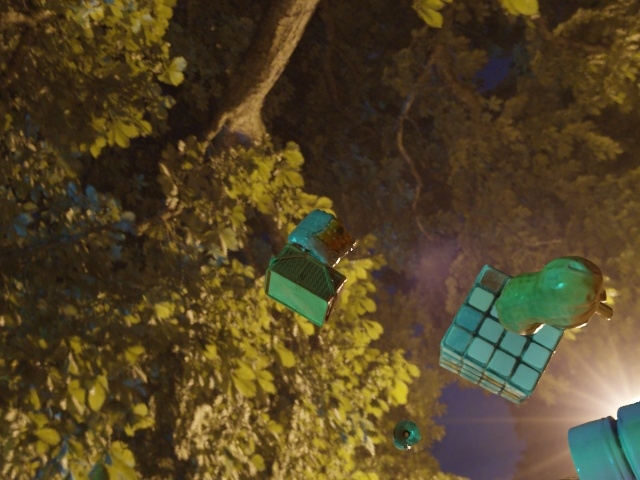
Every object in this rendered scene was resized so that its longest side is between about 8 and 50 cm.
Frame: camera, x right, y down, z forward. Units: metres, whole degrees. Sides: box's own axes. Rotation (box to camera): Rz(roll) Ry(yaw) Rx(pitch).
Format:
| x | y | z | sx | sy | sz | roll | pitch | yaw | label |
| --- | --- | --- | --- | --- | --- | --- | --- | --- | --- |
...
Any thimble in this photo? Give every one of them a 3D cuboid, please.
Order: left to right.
| x | y | z | sx | sy | sz | roll | pitch | yaw | label |
| --- | --- | --- | --- | --- | --- | --- | --- | --- | --- |
| 0.000 | 0.001 | 1.690 | 0.118 | 0.151 | 0.127 | -46 | -67 | -15 | thimble |

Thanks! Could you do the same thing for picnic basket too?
| x | y | z | sx | sy | sz | roll | pitch | yaw | label |
| --- | --- | --- | --- | --- | --- | --- | --- | --- | --- |
| -0.034 | 0.093 | 1.420 | 0.079 | 0.164 | 0.115 | -53 | -12 | -34 | picnic basket |

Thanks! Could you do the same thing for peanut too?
| x | y | z | sx | sy | sz | roll | pitch | yaw | label |
| --- | --- | --- | --- | --- | --- | --- | --- | --- | --- |
| 0.369 | 0.099 | 1.116 | 0.101 | 0.117 | 0.263 | -35 | -1 | -25 | peanut |

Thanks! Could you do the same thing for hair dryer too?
| x | y | z | sx | sy | sz | roll | pitch | yaw | label |
| --- | --- | --- | --- | --- | --- | --- | --- | --- | --- |
| 0.787 | 0.179 | 2.025 | 0.278 | 0.135 | 0.090 | 25 | -92 | -39 | hair dryer |

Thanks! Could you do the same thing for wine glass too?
| x | y | z | sx | sy | sz | roll | pitch | yaw | label |
| --- | --- | --- | --- | --- | --- | --- | --- | --- | --- |
| 0.204 | 0.478 | 1.647 | 0.066 | 0.066 | 0.198 | -35 | -18 | -9 | wine glass |

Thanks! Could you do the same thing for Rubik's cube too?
| x | y | z | sx | sy | sz | roll | pitch | yaw | label |
| --- | --- | --- | --- | --- | --- | --- | --- | --- | --- |
| 0.480 | 0.255 | 1.786 | 0.256 | 0.258 | 0.253 | -60 | -18 | -14 | Rubik's cube |

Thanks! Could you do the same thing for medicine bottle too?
| x | y | z | sx | sy | sz | roll | pitch | yaw | label |
| --- | --- | --- | --- | --- | --- | --- | --- | --- | --- |
| 0.771 | 0.454 | 1.494 | 0.388 | 0.219 | 0.219 | -26 | -40 | 23 | medicine bottle |

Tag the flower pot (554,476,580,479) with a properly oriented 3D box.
| x | y | z | sx | sy | sz | roll | pitch | yaw | label |
| --- | --- | --- | --- | --- | --- | --- | --- | --- | --- |
| 0.635 | 0.718 | 1.701 | 0.265 | 0.265 | 0.243 | -52 | -42 | 8 | flower pot |
